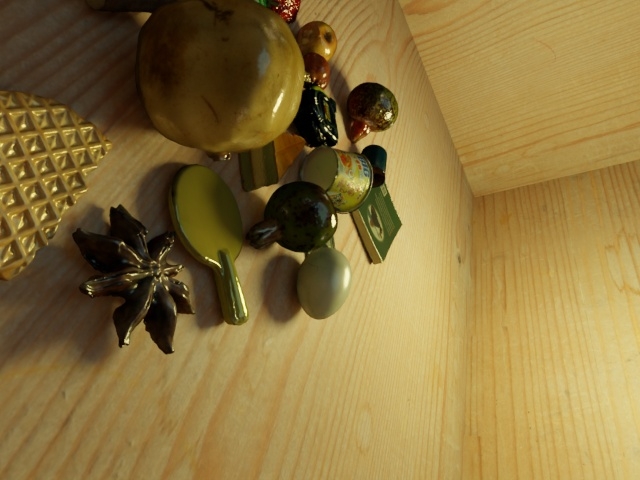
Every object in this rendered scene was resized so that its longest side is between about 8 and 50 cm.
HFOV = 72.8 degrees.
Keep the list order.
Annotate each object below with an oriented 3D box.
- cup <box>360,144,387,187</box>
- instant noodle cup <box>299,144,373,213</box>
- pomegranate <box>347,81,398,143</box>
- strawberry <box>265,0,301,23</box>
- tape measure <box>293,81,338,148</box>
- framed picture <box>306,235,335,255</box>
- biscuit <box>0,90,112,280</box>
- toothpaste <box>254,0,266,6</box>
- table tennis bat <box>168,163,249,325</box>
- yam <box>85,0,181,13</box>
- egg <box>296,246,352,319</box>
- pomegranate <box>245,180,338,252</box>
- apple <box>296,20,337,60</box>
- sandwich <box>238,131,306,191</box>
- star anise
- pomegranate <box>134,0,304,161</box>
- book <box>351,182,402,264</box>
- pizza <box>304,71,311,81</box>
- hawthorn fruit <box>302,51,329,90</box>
[{"bbox_3d":[0.205,-0.286,1.726,0.150,0.114,0.138,88,13,-49],"label":"cup"},{"bbox_3d":[0.038,-0.197,1.346,0.153,0.205,0.204,14,67,-45],"label":"instant noodle cup"},{"bbox_3d":[0.187,-0.494,1.714,0.214,0.214,0.247,34,89,-49],"label":"pomegranate"},{"bbox_3d":[-0.118,-0.777,1.391,0.192,0.085,0.140,48,39,-42],"label":"strawberry"},{"bbox_3d":[-0.022,-0.402,1.387,0.186,0.112,0.198,28,50,-60],"label":"tape measure"},{"bbox_3d":[0.000,0.000,1.368,0.173,0.010,0.231,3,77,-58],"label":"framed picture"},{"bbox_3d":[-0.452,-0.112,0.644,0.204,0.040,0.308,49,40,-38],"label":"biscuit"},{"bbox_3d":[-0.247,-0.684,1.176,0.267,0.050,0.065,-9,84,-60],"label":"toothpaste"},{"bbox_3d":[-0.228,0.009,0.960,0.224,0.054,0.368,-17,91,-66],"label":"table tennis bat"},{"bbox_3d":[-0.362,-0.521,0.858,0.238,0.128,0.129,-37,145,-51],"label":"yam"},{"bbox_3d":[0.009,0.118,1.205,0.151,0.151,0.209,45,49,-42],"label":"egg"},{"bbox_3d":[-0.073,-0.048,1.108,0.248,0.202,0.201,-30,107,-31],"label":"pomegranate"},{"bbox_3d":[-0.009,-0.677,1.486,0.147,0.147,0.146,28,56,-52],"label":"apple"},{"bbox_3d":[-0.116,-0.203,1.154,0.187,0.117,0.144,-7,88,-61],"label":"sandwich"},{"bbox_3d":[-0.312,0.066,0.765,0.288,0.088,0.288,53,25,-39],"label":"star anise"},{"bbox_3d":[-0.197,-0.320,0.872,0.333,0.333,0.332,28,56,-52],"label":"pomegranate"},{"bbox_3d":[0.235,-0.096,1.764,0.260,0.043,0.371,65,32,-15],"label":"book"},{"bbox_3d":[-0.104,-0.525,1.305,0.176,0.036,0.184,32,54,-14],"label":"pizza"},{"bbox_3d":[-0.024,-0.554,1.436,0.128,0.128,0.127,28,56,-52],"label":"hawthorn fruit"}]
